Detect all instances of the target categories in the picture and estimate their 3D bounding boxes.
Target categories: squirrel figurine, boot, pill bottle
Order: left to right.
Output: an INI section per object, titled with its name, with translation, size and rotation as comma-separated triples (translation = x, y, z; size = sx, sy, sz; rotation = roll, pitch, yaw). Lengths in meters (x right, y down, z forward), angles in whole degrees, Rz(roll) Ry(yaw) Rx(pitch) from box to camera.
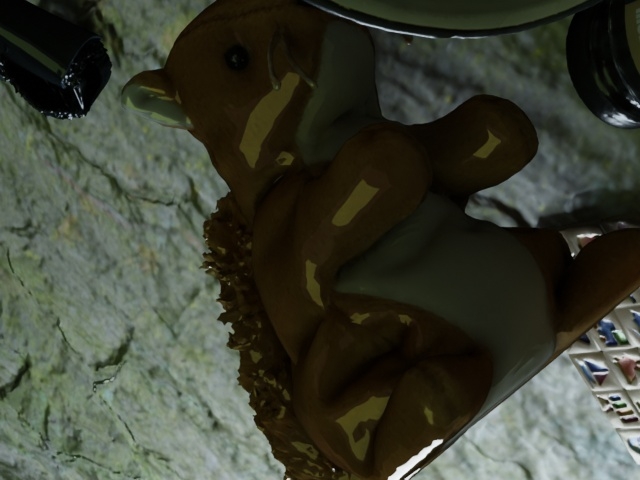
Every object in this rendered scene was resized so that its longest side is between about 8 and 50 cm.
[boot]
translation = -0.300, -0.173, 1.808
size = 0.207, 0.094, 0.246
rotation = 31, 164, 0
[squirrel figurine]
translation = 0.000, 0.000, 1.517
size = 0.370, 0.281, 0.397
rotation = 50, 147, 8
[pill bottle]
translation = 0.258, -0.137, 1.216
size = 0.123, 0.123, 0.219
rotation = 54, 146, -13

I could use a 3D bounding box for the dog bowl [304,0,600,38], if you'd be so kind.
[dog bowl]
translation = 0.042, -0.314, 1.046
size = 0.408, 0.408, 0.150
rotation = 59, 163, -19

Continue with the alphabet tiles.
[alphabet tiles]
translation = 0.266, 0.081, 1.546
size = 0.198, 0.009, 0.237
rotation = -11, 117, 52
